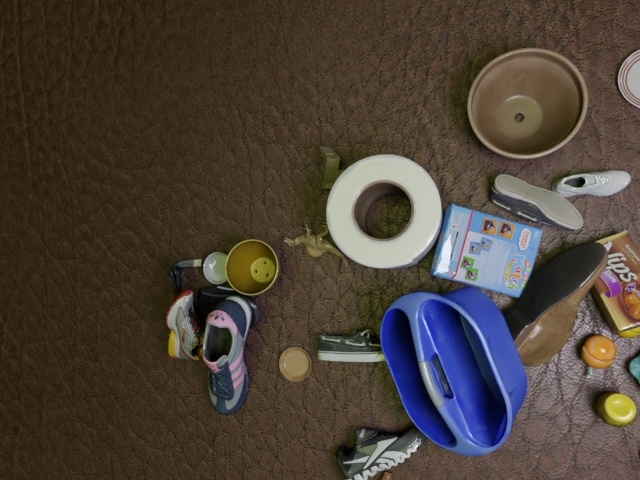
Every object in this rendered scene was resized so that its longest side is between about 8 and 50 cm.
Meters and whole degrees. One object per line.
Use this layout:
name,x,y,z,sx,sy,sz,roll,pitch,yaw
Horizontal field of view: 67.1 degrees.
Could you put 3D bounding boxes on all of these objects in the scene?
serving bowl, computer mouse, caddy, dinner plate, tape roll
serving bowl,-0.263,0.072,1.265,0.083,0.027,0.083,-1,85,16
computer mouse,-0.268,0.126,1.227,0.262,0.060,0.184,1,112,22
caddy,0.260,0.256,0.978,0.241,0.179,0.341,-24,87,44
dinner plate,0.716,-0.348,1.036,0.141,0.017,0.141,-1,86,15
tape roll,0.150,-0.056,1.089,0.246,0.169,0.246,-1,86,15

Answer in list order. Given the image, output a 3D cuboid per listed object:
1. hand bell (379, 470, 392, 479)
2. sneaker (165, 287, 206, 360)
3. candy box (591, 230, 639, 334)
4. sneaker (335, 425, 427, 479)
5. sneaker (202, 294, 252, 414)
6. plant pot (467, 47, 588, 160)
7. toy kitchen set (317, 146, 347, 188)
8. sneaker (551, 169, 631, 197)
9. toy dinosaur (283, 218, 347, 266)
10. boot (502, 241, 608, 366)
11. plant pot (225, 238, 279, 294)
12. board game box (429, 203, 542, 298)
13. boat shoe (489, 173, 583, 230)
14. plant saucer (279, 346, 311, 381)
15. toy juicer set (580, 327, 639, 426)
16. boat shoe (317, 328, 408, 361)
hand bell,0.126,0.649,1.087,0.126,0.126,0.242,14,77,16
sneaker,-0.328,0.213,1.216,0.093,0.088,0.225,14,126,8
candy box,0.614,0.084,0.985,0.109,0.053,0.186,-21,63,13
sneaker,0.131,0.467,1.099,0.234,0.078,0.106,-35,80,12
sneaker,-0.243,0.297,1.158,0.112,0.131,0.319,8,106,17
plant pot,0.443,-0.285,1.058,0.237,0.110,0.237,-1,86,16
toy kitchen set,0.032,-0.182,1.208,0.068,0.075,0.083,-3,123,-20
sneaker,0.584,-0.122,1.032,0.152,0.061,0.053,-8,82,13
toy dinosaur,0.000,0.000,1.196,0.183,0.053,0.092,17,106,23
boot,0.491,0.137,1.005,0.115,0.112,0.305,31,108,-15
plant pot,-0.156,0.069,1.198,0.134,0.095,0.134,-2,82,12
board game box,0.362,0.025,1.055,0.211,0.039,0.160,15,90,-5
boat shoe,0.472,-0.075,1.068,0.206,0.065,0.075,29,57,11
plant saucer,-0.061,0.306,1.197,0.083,0.015,0.083,-1,84,15
toy juicer set,0.696,0.231,0.969,0.329,0.089,0.209,-22,62,14
boat shoe,0.095,0.243,1.127,0.219,0.078,0.070,-4,85,17
